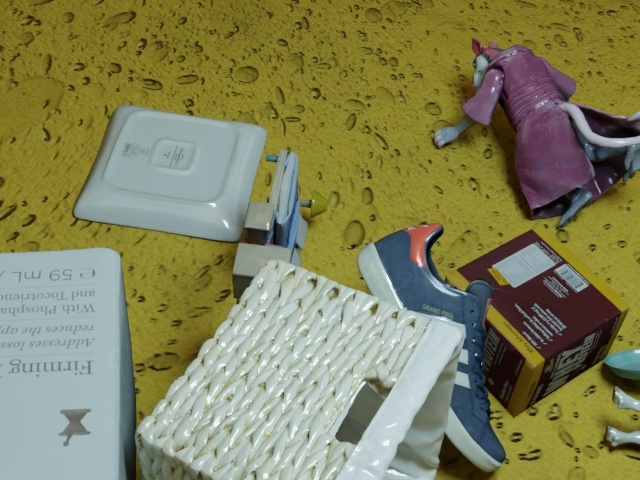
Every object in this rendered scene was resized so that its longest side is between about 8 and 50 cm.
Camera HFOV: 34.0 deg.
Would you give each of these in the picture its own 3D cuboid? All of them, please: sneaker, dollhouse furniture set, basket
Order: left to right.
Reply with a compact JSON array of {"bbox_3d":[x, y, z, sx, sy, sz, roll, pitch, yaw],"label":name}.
[{"bbox_3d":[-0.023,0.257,1.241,0.266,0.331,0.328,24,50,17],"label":"basket"},{"bbox_3d":[0.000,0.000,1.500,0.198,0.286,0.303,8,59,1],"label":"dollhouse furniture set"},{"bbox_3d":[0.189,0.135,1.414,0.148,0.131,0.350,-29,87,7],"label":"sneaker"}]

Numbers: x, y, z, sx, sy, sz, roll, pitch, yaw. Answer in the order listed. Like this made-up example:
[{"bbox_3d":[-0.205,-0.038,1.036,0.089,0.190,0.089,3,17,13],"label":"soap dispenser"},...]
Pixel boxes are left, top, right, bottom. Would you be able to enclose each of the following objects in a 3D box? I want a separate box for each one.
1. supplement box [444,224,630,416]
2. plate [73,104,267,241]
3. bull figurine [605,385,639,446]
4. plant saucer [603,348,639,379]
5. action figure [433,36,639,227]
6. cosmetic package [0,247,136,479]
[{"bbox_3d":[0.304,0.114,1.535,0.194,0.129,0.191,-26,56,-26],"label":"supplement box"},{"bbox_3d":[-0.245,-0.128,1.753,0.278,0.045,0.277,9,48,2],"label":"plate"},{"bbox_3d":[0.488,0.292,1.417,0.188,0.101,0.310,6,46,5],"label":"bull figurine"},{"bbox_3d":[0.476,0.182,1.530,0.119,0.021,0.119,-6,8,1],"label":"plant saucer"},{"bbox_3d":[0.357,-0.218,1.762,0.248,0.275,0.370,-25,69,-18],"label":"action figure"},{"bbox_3d":[-0.382,0.261,1.199,0.329,0.327,0.393,-2,50,-8],"label":"cosmetic package"}]
